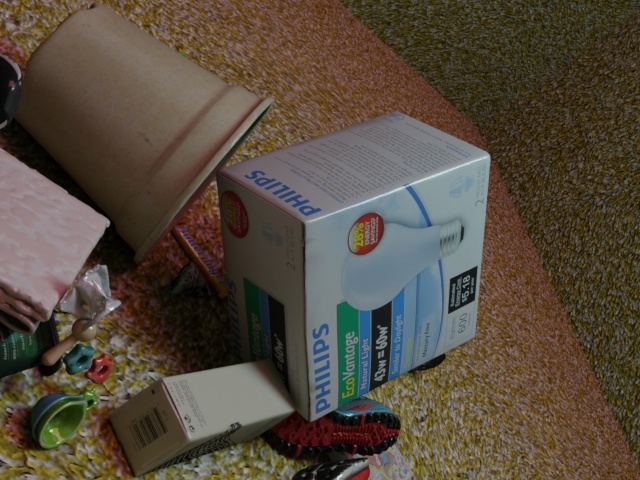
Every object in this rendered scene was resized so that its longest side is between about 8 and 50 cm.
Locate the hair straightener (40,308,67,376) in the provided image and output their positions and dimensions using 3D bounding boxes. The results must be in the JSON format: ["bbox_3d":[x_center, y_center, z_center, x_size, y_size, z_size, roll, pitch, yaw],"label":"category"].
[{"bbox_3d":[-0.368,0.080,1.217,0.089,0.047,0.230,28,30,-46],"label":"hair straightener"}]

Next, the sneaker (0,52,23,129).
[{"bbox_3d":[-0.501,-0.216,1.190,0.283,0.107,0.124,25,10,37],"label":"sneaker"}]

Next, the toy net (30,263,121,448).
[{"bbox_3d":[-0.273,0.136,1.095,0.045,0.232,0.122,35,23,28],"label":"toy net"}]

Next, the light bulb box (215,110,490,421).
[{"bbox_3d":[0.054,0.030,1.463,0.361,0.358,0.225,-22,36,-31],"label":"light bulb box"}]

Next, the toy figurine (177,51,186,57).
[{"bbox_3d":[-0.298,-0.252,1.739,0.173,0.130,0.159,-23,88,-45],"label":"toy figurine"}]

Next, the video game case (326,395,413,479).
[{"bbox_3d":[0.069,0.364,1.669,0.227,0.026,0.206,58,23,8],"label":"video game case"}]

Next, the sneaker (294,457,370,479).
[{"bbox_3d":[0.009,0.420,1.422,0.279,0.107,0.118,-25,100,-65],"label":"sneaker"}]

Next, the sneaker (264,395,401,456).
[{"bbox_3d":[-0.002,0.293,1.536,0.261,0.104,0.125,16,11,-26],"label":"sneaker"}]

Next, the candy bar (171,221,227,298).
[{"bbox_3d":[-0.210,0.033,1.605,0.161,0.018,0.040,55,23,1],"label":"candy bar"}]

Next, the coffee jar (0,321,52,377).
[{"bbox_3d":[-0.392,0.123,1.023,0.184,0.096,0.079,-15,96,-66],"label":"coffee jar"}]

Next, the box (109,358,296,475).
[{"bbox_3d":[-0.157,0.242,1.297,0.275,0.113,0.094,2,56,-61],"label":"box"}]

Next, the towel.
[{"bbox_3d":[-0.433,-0.049,1.115,0.332,0.053,0.317,35,18,-13],"label":"towel"}]

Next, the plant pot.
[{"bbox_3d":[-0.291,-0.187,1.421,0.305,0.334,0.334,40,25,-6],"label":"plant pot"}]

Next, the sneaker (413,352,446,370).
[{"bbox_3d":[0.168,0.141,2.041,0.330,0.129,0.147,52,25,-6],"label":"sneaker"}]

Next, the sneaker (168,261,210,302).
[{"bbox_3d":[-0.208,0.080,1.516,0.069,0.038,0.098,49,24,-11],"label":"sneaker"}]
